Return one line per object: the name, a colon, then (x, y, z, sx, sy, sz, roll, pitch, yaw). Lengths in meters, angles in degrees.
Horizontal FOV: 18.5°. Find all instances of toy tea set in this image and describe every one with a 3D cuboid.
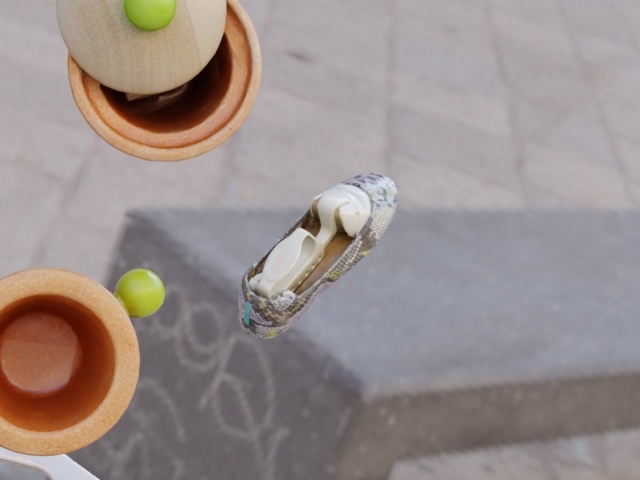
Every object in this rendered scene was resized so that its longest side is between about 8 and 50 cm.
toy tea set: (-0.146, 0.026, 0.726, 0.200, 0.336, 0.124, 23, -2, -12)

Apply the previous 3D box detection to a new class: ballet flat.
ballet flat: (0.000, 0.000, 0.974, 0.041, 0.041, 0.114, 30, 64, 25)

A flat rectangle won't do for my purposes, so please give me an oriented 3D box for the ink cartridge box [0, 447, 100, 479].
ink cartridge box: (-0.220, 0.221, 1.086, 0.296, 0.066, 0.261, 36, 50, -1)
